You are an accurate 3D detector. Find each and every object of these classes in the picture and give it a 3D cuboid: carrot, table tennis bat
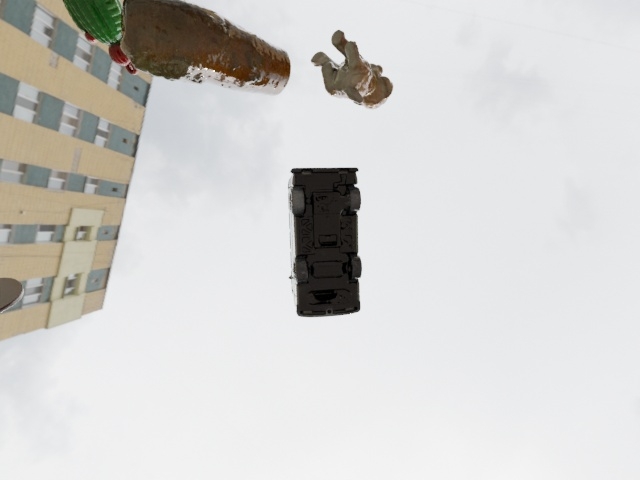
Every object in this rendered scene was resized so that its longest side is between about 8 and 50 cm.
[{"bbox_3d":[-0.200,-0.350,0.734,0.302,0.139,0.138,-5,-89,-39],"label":"carrot"},{"bbox_3d":[-0.678,0.106,0.774,0.275,0.154,0.021,14,-58,39],"label":"table tennis bat"}]

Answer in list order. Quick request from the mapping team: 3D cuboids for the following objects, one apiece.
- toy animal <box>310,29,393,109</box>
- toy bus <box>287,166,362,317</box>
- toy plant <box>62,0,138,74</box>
[{"bbox_3d":[0.091,-0.307,0.829,0.104,0.185,0.183,-32,-119,23],"label":"toy animal"},{"bbox_3d":[0.000,0.000,0.881,0.144,0.179,0.304,-3,-85,-11],"label":"toy bus"},{"bbox_3d":[-0.456,-0.467,0.809,0.155,0.240,0.088,24,-128,13],"label":"toy plant"}]
